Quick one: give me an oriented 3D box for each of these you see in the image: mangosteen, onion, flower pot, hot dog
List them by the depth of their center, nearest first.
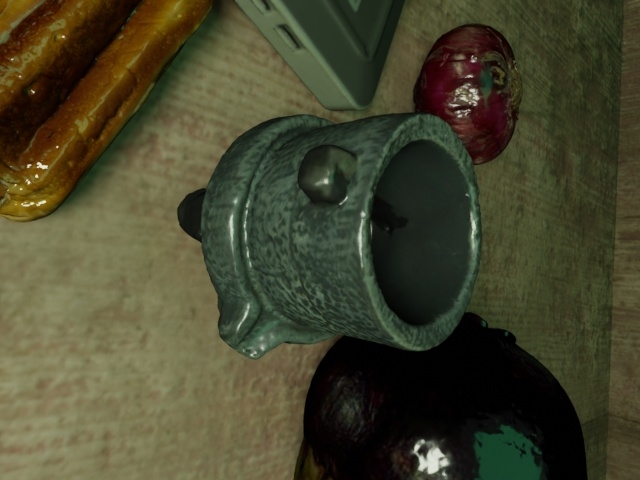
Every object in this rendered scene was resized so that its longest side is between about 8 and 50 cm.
[{"bbox_3d":[-0.230,-0.182,0.464,0.349,0.117,0.158,-61,156,-16],"label":"hot dog"},{"bbox_3d":[0.000,0.000,0.585,0.298,0.282,0.300,-5,97,-47],"label":"flower pot"},{"bbox_3d":[0.136,0.308,0.667,0.382,0.382,0.436,36,75,-39],"label":"mangosteen"},{"bbox_3d":[0.260,-0.259,0.905,0.246,0.190,0.247,-24,118,-60],"label":"onion"}]

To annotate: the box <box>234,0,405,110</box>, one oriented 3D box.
[{"bbox_3d":[0.012,-0.420,0.686,0.373,0.090,0.368,38,64,-51],"label":"box"}]
